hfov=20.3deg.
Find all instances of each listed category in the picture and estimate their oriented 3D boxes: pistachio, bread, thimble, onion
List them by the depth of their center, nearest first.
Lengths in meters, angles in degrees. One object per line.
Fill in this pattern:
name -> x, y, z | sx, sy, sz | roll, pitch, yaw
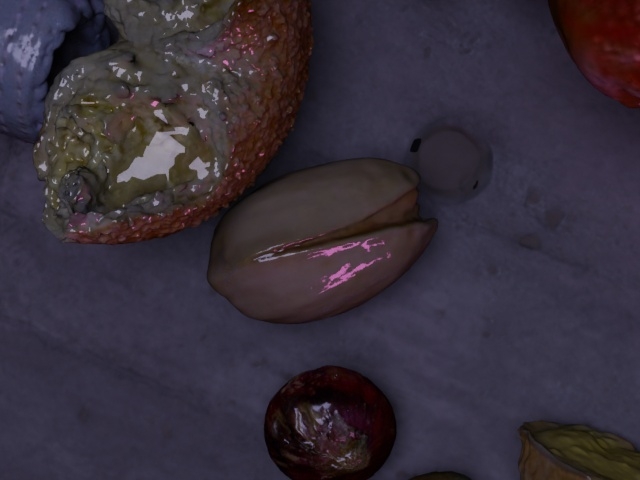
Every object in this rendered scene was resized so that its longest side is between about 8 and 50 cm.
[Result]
bread -> -0.096, -0.124, 1.392 | 0.171, 0.192, 0.314 | 15, 81, 31
pistachio -> 0.000, 0.000, 1.410 | 0.185, 0.124, 0.124 | -24, 84, 5
onion -> 0.007, 0.147, 1.424 | 0.107, 0.097, 0.107 | -1, 126, -1
thimble -> -0.244, -0.149, 1.444 | 0.118, 0.151, 0.127 | 19, 79, 11

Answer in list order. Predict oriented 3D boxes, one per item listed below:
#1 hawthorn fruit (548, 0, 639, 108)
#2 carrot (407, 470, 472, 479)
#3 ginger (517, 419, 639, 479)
hawthorn fruit -> 0.305, -0.183, 1.293 | 0.284, 0.284, 0.284 | 0, 88, 10
carrot -> -0.006, 0.263, 1.433 | 0.298, 0.078, 0.078 | -24, 84, 13
ginger -> 0.278, 0.267, 1.355 | 0.190, 0.126, 0.354 | -44, 78, 21
